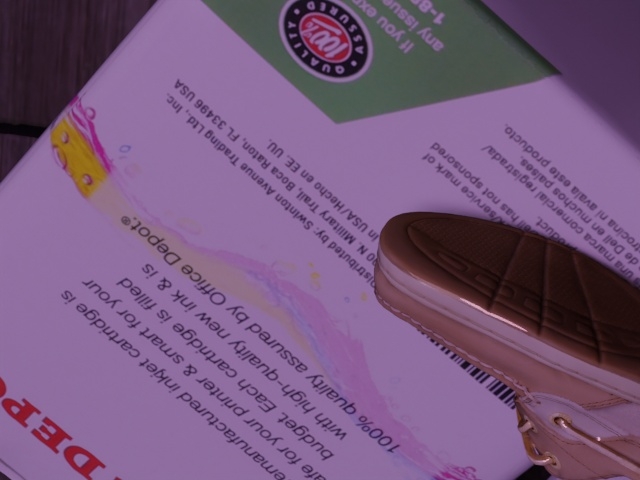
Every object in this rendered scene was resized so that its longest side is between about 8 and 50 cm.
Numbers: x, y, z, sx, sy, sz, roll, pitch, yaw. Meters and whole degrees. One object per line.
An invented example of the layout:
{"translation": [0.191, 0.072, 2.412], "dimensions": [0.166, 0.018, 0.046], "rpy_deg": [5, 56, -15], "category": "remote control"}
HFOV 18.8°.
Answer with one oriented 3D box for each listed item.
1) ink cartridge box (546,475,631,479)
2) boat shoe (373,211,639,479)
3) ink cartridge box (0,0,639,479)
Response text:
{"translation": [0.219, 0.138, 0.607], "dimensions": [0.261, 0.066, 0.296], "rpy_deg": [-51, 61, 32], "category": "ink cartridge box"}
{"translation": [0.087, 0.049, 0.592], "dimensions": [0.170, 0.063, 0.059], "rpy_deg": [26, 120, -2], "category": "boat shoe"}
{"translation": [0.000, 0.000, 0.703], "dimensions": [0.201, 0.117, 0.278], "rpy_deg": [41, 124, -7], "category": "ink cartridge box"}
